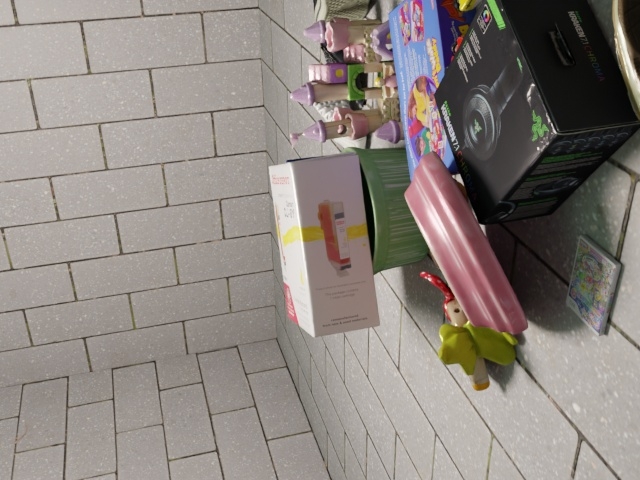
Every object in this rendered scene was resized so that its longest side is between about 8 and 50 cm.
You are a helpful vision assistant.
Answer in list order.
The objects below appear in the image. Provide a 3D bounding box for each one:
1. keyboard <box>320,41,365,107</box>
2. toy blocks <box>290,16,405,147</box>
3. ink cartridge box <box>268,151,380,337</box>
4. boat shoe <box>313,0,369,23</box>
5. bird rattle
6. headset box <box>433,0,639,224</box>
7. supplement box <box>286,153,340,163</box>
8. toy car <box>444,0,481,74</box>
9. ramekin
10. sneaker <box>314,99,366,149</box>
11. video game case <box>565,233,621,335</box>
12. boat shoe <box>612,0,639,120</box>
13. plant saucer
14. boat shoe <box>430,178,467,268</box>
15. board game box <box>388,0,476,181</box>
[{"bbox_3d":[0.047,-0.505,1.978,0.317,0.033,0.202,-118,9,-54],"label":"keyboard"},{"bbox_3d":[0.055,-0.358,1.635,0.309,0.260,0.289,-128,32,-64],"label":"toy blocks"},{"bbox_3d":[0.000,0.000,1.653,0.279,0.160,0.385,-163,66,-75],"label":"ink cartridge box"},{"bbox_3d":[0.062,-0.630,1.620,0.500,0.186,0.156,159,96,-82],"label":"boat shoe"},{"bbox_3d":[0.269,0.175,1.387,0.253,0.143,0.207,-113,3,-56],"label":"bird rattle"},{"bbox_3d":[0.295,-0.195,1.018,0.283,0.131,0.246,113,145,-65],"label":"headset box"},{"bbox_3d":[0.022,-0.054,2.104,0.194,0.195,0.357,-129,34,-65],"label":"supplement box"},{"bbox_3d":[0.273,-0.360,1.142,0.225,0.053,0.239,-179,91,-70],"label":"toy car"},{"bbox_3d":[0.147,-0.074,1.669,0.303,0.148,0.303,172,90,-76],"label":"ramekin"},{"bbox_3d":[0.051,-0.337,2.007,0.292,0.110,0.118,-116,11,-45],"label":"sneaker"},{"bbox_3d":[0.391,0.064,1.035,0.087,0.011,0.122,-119,24,-56],"label":"video game case"},{"bbox_3d":[0.371,-0.226,0.838,0.072,0.068,0.190,-132,34,-87],"label":"boat shoe"},{"bbox_3d":[0.232,0.014,1.197,0.332,0.084,0.332,60,-171,-15],"label":"plant saucer"},{"bbox_3d":[0.247,-0.034,1.440,0.073,0.073,0.207,-124,29,-57],"label":"boat shoe"},{"bbox_3d":[0.224,-0.295,1.363,0.233,0.078,0.347,-176,78,-76],"label":"board game box"}]
